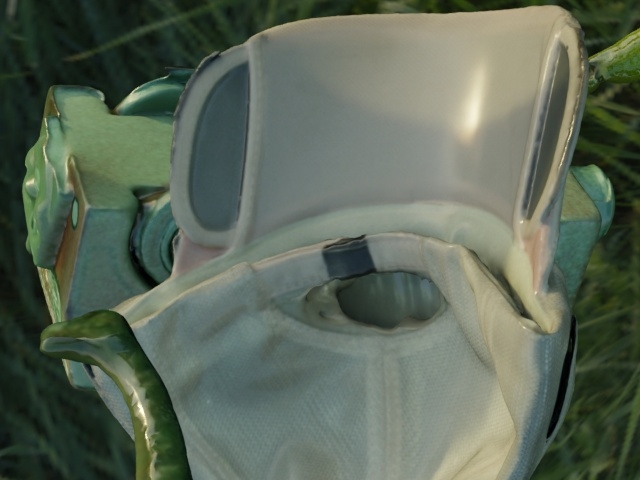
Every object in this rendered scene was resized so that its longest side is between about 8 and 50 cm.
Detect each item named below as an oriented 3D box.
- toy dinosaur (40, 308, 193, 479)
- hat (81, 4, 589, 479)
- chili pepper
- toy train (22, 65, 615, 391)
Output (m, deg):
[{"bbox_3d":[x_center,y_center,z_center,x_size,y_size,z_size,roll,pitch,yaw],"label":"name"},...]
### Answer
[{"bbox_3d":[0.020,0.205,0.612,0.447,0.301,0.087,26,134,16],"label":"toy dinosaur"},{"bbox_3d":[0.031,0.009,0.830,0.219,0.226,0.164,2,134,29],"label":"hat"},{"bbox_3d":[0.260,-0.137,1.270,0.208,0.043,0.049,-8,134,1],"label":"chili pepper"},{"bbox_3d":[0.000,0.000,1.021,0.326,0.129,0.159,1,129,-21],"label":"toy train"}]
